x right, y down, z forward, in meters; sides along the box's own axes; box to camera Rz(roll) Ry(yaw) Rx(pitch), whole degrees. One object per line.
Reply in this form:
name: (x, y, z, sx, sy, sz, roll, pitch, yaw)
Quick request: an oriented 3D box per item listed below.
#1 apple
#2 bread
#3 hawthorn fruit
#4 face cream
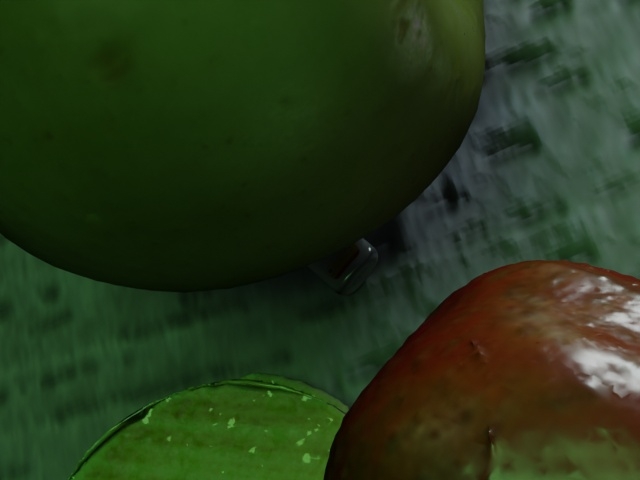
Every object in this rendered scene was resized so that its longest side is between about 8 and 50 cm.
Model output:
apple: (-0.078, -0.135, 0.674, 0.357, 0.357, 0.357, -8, 71, 23)
bread: (-0.063, 0.229, 0.720, 0.301, 0.045, 0.301, -7, 70, 21)
hawthorn fruit: (0.162, 0.134, 0.516, 0.300, 0.254, 0.254, -1, 73, 41)
face cream: (0.000, 0.000, 0.775, 0.083, 0.021, 0.040, 40, 93, 30)
